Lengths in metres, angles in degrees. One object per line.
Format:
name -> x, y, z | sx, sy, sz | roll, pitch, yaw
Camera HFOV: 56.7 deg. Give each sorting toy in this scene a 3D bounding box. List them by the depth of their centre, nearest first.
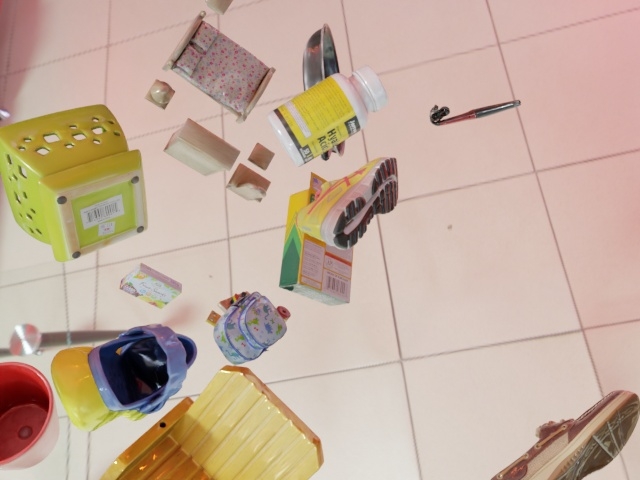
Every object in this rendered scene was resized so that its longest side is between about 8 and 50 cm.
sorting toy -> -0.183, 0.184, 1.550 | 0.132, 0.274, 0.046 | 43, 114, 15

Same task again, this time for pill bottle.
pill bottle -> 0.009, -0.132, 0.614 | 0.116, 0.065, 0.065 | -32, 63, 0

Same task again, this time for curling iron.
curling iron -> 0.427, -0.363, 1.675 | 0.274, 0.068, 0.035 | 1, 60, 38

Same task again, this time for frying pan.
frying pan -> 0.008, -0.173, 0.862 | 0.053, 0.197, 0.326 | -4, 53, 10

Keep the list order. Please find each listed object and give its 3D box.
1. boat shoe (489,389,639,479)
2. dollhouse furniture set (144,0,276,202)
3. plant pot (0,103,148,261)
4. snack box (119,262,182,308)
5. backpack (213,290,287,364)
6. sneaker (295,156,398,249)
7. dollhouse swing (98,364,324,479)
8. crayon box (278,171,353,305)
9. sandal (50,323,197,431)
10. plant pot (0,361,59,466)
boat shoe -> 0.464, 0.394, 1.145 | 0.342, 0.123, 0.123 | -41, 33, -8
dollhouse furniture set -> -0.156, -0.303, 1.201 | 0.355, 0.303, 0.174 | -62, 23, -10
plant pot -> -0.468, -0.105, 1.162 | 0.228, 0.227, 0.207 | -26, 51, -34
snack box -> -0.478, 0.130, 1.678 | 0.100, 0.141, 0.037 | -37, 38, 25
backpack -> -0.125, 0.156, 1.048 | 0.084, 0.105, 0.114 | -23, 15, 45
sneaker -> 0.041, -0.065, 0.834 | 0.094, 0.081, 0.208 | 10, 32, 33
dollhouse swing -> -0.222, 0.494, 1.226 | 0.347, 0.305, 0.315 | 43, 43, 8
crayon box -> 0.000, 0.000, 1.646 | 0.083, 0.203, 0.322 | -14, 61, 42
sandal -> -0.225, 0.170, 0.794 | 0.138, 0.317, 0.126 | -22, 87, -4
plant pot -> -0.842, 0.502, 1.624 | 0.275, 0.243, 0.275 | 4, 57, -6
